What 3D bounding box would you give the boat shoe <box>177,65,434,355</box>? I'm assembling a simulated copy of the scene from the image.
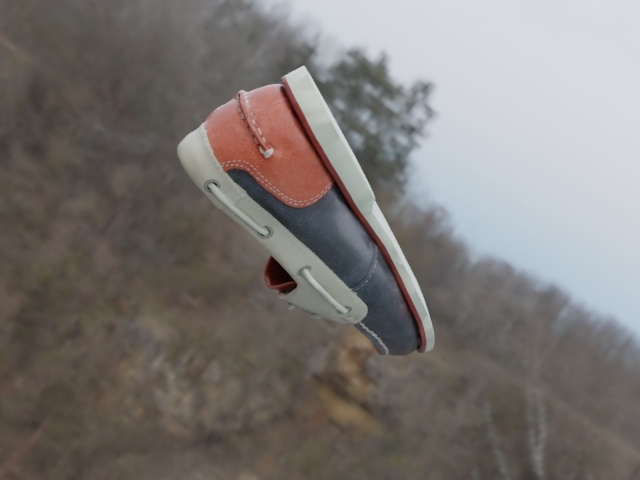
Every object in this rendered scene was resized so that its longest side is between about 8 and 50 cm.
[{"bbox_3d":[0.000,0.000,0.504,0.049,0.043,0.137,62,2,35],"label":"boat shoe"}]
